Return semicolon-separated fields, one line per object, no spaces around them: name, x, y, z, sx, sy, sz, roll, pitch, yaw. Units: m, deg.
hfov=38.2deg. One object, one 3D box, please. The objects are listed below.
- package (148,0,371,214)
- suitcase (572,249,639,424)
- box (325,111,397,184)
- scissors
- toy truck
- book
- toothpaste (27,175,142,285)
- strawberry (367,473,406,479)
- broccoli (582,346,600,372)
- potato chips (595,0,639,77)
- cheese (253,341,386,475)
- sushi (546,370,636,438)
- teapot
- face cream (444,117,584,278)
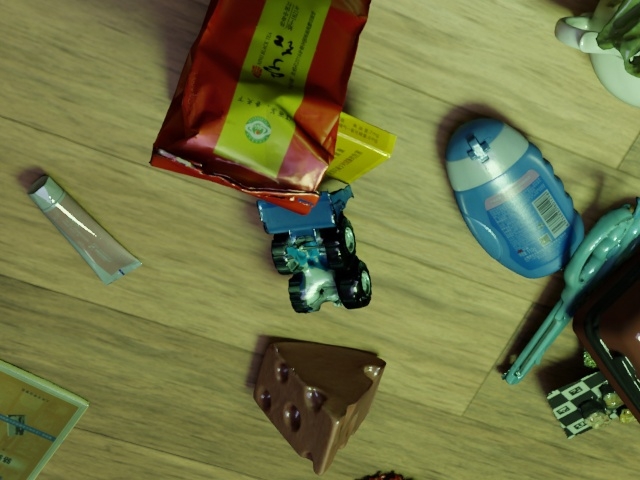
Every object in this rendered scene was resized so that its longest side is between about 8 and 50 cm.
package;-0.060;-0.204;1.080;0.196;0.423;0.123;22;145;-14
suitcase;0.541;0.164;1.369;0.236;0.161;0.297;-41;103;-14
box;-0.049;-0.155;1.234;0.269;0.152;0.043;21;71;-15
scissors;0.386;0.092;1.422;0.180;0.032;0.393;-9;137;-42
toy truck;0.000;0.000;1.322;0.113;0.126;0.208;-7;127;20
book;-0.515;0.315;1.530;0.170;0.018;0.241;30;113;-19
toothpaste;-0.346;-0.013;1.349;0.067;0.043;0.194;-31;123;10
strawberry;0.118;0.551;1.620;0.234;0.178;0.233;2;121;3
broccoli;0.466;0.168;1.479;0.092;0.095;0.097;33;82;7
potato chips;0.500;-0.345;1.104;0.389;0.097;0.373;-14;78;-13
cheese;0.025;0.244;1.459;0.177;0.203;0.128;-7;123;-36
sushi;0.493;0.267;1.524;0.210;0.040;0.192;-27;139;10
teapot;0.446;-0.265;1.205;0.298;0.139;0.204;-1;122;-4
face cream;0.272;-0.064;1.335;0.149;0.083;0.264;-33;116;11
